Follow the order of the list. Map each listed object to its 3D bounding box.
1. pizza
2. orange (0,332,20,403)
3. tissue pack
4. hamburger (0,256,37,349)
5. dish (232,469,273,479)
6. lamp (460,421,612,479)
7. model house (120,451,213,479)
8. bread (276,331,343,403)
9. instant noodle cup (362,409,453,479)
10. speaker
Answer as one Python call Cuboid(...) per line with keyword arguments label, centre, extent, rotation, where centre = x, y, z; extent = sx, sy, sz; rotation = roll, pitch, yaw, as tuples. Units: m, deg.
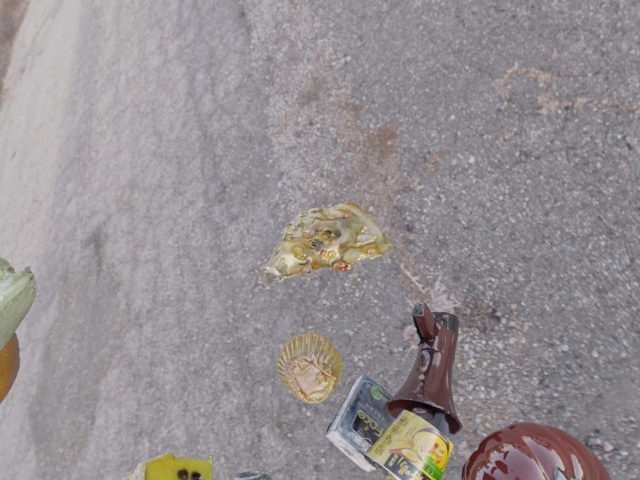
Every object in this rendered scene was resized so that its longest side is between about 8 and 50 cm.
Cuboid(label="pizza", centre=(0.000, 0.000, 0.961), extent=(0.189, 0.296, 0.071), rotation=(59, 155, 32))
Cuboid(label="orange", centre=(-0.639, 0.207, 0.708), extent=(0.264, 0.264, 0.264), rotation=(-22, 56, 37))
Cuboid(label="tissue pack", centre=(0.140, 0.552, 1.358), extent=(0.235, 0.173, 0.073), rotation=(-47, -4, -47))
Cuboid(label="hamburger", centre=(-0.362, 0.083, 0.468), extent=(0.140, 0.062, 0.133), rotation=(-47, 11, 45))
Cuboid(label="dish", centre=(-0.233, 0.846, 1.522), extent=(0.227, 0.236, 0.086), rotation=(-11, 76, 7))
Cuboid(label="lamp", centre=(0.440, 0.527, 0.898), extent=(0.257, 0.303, 0.303), rotation=(162, 131, -83))
Cuboid(label="model house", centre=(-0.401, 0.620, 1.081), extent=(0.193, 0.234, 0.175), rotation=(-41, 33, 21))
Cuboid(label="bread", centre=(-0.045, 0.497, 1.716), extent=(0.274, 0.149, 0.274), rotation=(0, 93, 7))
Cuboid(label="instant noodle cup", centre=(0.174, 0.409, 0.845), extent=(0.151, 0.151, 0.122), rotation=(18, 62, 48))
Cuboid(label="speaker", centre=(0.282, 0.326, 1.223), extent=(0.198, 0.259, 0.330), rotation=(-31, 32, 47))
